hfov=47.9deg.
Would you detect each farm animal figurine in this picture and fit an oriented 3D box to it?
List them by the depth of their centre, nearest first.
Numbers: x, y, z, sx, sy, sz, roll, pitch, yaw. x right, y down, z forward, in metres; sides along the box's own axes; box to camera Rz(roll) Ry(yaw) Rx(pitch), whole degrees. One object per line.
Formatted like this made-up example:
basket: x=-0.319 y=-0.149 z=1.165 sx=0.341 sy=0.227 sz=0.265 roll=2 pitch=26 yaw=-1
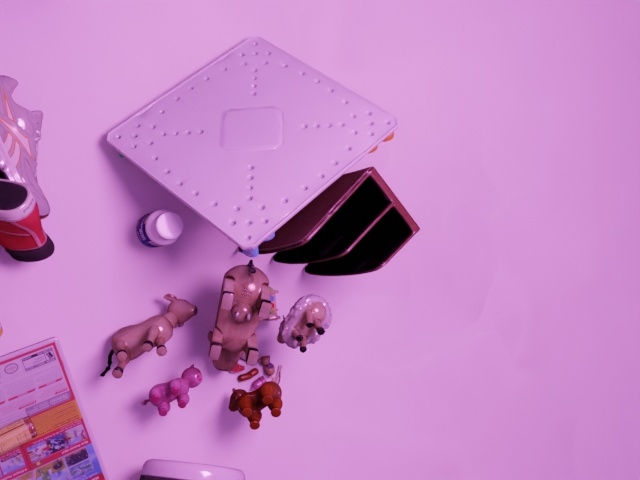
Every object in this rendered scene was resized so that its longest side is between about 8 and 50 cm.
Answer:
farm animal figurine: x=-0.190 y=0.174 z=1.337 sx=0.330 sy=0.172 sz=0.326 roll=29 pitch=103 yaw=-16

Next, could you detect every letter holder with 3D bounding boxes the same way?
letter holder: x=0.000 y=0.000 z=1.381 sx=0.214 sy=0.302 sz=0.152 roll=-46 pitch=108 yaw=-22

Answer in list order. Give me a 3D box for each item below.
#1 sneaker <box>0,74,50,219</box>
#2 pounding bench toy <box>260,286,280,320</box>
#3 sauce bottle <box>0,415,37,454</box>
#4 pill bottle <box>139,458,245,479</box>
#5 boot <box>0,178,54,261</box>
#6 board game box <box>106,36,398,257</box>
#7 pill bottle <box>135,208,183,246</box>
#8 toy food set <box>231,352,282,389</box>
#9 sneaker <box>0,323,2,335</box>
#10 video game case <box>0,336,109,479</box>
sneaker: x=-0.515 y=-0.165 z=1.237 sx=0.121 sy=0.099 sz=0.262 roll=-31 pitch=102 yaw=-31
pounding bench toy: x=-0.109 y=0.126 z=1.438 sx=0.052 sy=0.083 sz=0.065 roll=-3 pitch=89 yaw=-28
sauce bottle: x=-0.537 y=0.337 z=1.192 sx=0.128 sy=0.042 sz=0.042 roll=-23 pitch=98 yaw=-26
pill bottle: x=-0.243 y=0.560 z=1.249 sx=0.188 sy=0.188 sz=0.333 roll=16 pitch=68 yaw=-26
boot: x=-0.569 y=-0.041 z=1.204 sx=0.245 sy=0.176 sz=0.088 roll=18 pitch=56 yaw=11
board game box: x=-0.124 y=-0.191 z=1.334 sx=0.390 sy=0.050 sz=0.390 roll=36 pitch=63 yaw=26
pill bottle: x=-0.295 y=-0.023 z=1.327 sx=0.067 sy=0.120 sz=0.067 roll=2 pitch=85 yaw=-28
toy food set: x=-0.134 y=0.260 z=1.452 sx=0.122 sy=0.019 sz=0.077 roll=25 pitch=76 yaw=-25
sneaker: x=-0.618 y=0.189 z=1.162 sx=0.225 sy=0.088 sz=0.092 roll=-40 pitch=117 yaw=-18
video game case: x=-0.509 y=0.335 z=1.245 sx=0.204 sy=0.025 sz=0.285 roll=-21 pitch=96 yaw=-28
